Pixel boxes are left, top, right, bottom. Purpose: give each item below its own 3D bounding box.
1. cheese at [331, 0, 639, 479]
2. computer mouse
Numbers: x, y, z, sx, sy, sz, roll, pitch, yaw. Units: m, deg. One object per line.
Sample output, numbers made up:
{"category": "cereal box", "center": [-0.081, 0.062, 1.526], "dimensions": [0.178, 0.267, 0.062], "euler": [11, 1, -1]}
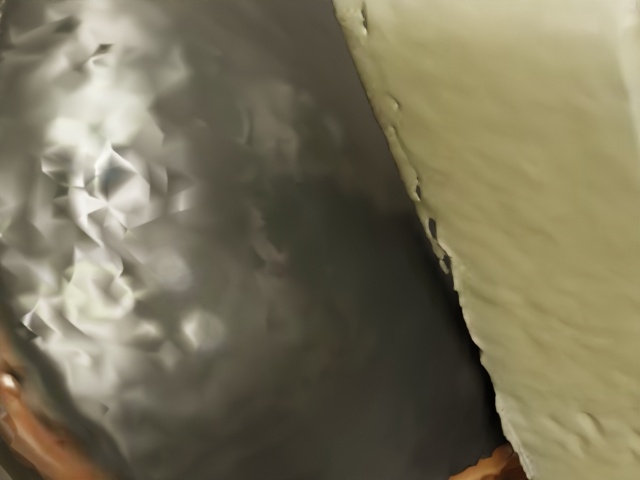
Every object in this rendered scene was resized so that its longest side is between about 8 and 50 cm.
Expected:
{"category": "cheese", "center": [0.098, 0.073, 0.542], "dimensions": [0.085, 0.400, 0.034], "euler": [3, 50, 26]}
{"category": "computer mouse", "center": [0.004, -0.002, 0.574], "dimensions": [0.116, 0.323, 0.183], "euler": [-22, 84, 24]}
